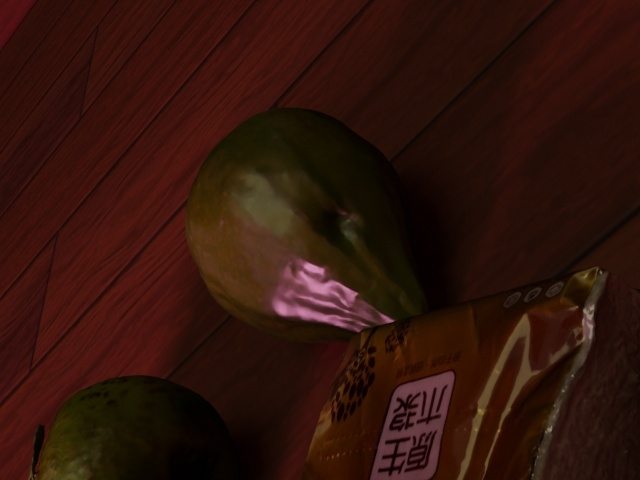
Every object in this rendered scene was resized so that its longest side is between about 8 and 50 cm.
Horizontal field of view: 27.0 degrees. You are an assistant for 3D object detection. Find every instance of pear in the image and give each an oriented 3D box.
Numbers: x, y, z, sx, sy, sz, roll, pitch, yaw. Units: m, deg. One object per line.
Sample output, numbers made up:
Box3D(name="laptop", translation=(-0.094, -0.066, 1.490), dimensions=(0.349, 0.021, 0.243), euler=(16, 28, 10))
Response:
Box3D(name="pear", translation=(-0.169, 0.234, 1.000), dimensions=(0.255, 0.164, 0.238), euler=(-50, 25, 20))

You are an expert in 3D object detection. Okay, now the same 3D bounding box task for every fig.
Box3D(name="fig", translation=(-0.016, -0.005, 0.962), dimensions=(0.167, 0.167, 0.233), euler=(-57, 17, 9))

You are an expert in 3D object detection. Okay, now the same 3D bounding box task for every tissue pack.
Box3D(name="tissue pack", translation=(0.083, 0.123, 0.724), dimensions=(0.226, 0.092, 0.183), euler=(-24, 44, 56))
